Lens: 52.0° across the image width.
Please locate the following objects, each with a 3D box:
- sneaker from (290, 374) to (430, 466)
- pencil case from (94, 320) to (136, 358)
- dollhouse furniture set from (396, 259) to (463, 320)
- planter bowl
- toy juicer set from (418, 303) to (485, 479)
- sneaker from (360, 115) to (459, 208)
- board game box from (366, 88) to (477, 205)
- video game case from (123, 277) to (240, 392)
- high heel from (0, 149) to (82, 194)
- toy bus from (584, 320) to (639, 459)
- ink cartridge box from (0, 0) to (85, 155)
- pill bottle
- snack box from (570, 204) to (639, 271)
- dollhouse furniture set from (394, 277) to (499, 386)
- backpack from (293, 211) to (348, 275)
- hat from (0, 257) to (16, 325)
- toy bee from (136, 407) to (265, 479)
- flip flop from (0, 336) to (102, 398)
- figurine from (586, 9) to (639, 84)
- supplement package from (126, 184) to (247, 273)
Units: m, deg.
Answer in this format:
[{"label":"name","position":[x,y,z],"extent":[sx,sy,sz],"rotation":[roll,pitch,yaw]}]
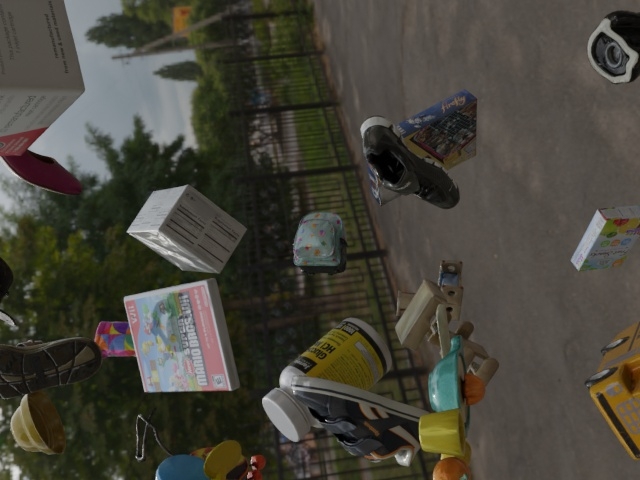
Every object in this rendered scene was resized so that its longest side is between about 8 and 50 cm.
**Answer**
[{"label":"sneaker","position":[0.077,0.362,1.299],"extent":[0.126,0.321,0.127],"rotation":[-18,52,61]},{"label":"pencil case","position":[-0.448,0.256,1.666],"extent":[0.104,0.236,0.104],"rotation":[3,-90,-89]},{"label":"dollhouse furniture set","position":[0.324,0.142,1.946],"extent":[0.129,0.183,0.129],"rotation":[-77,-11,-53]},{"label":"planter bowl","position":[-0.845,0.549,1.933],"extent":[0.217,0.090,0.217],"rotation":[62,173,14]},{"label":"toy juicer set","position":[0.239,0.280,1.111],"extent":[0.329,0.089,0.209],"rotation":[-67,-35,-57]},{"label":"sneaker","position":[0.156,-0.114,1.162],"extent":[0.078,0.234,0.106],"rotation":[-34,28,37]},{"label":"board game box","position":[0.211,-0.189,1.356],"extent":[0.042,0.243,0.165],"rotation":[55,168,36]},{"label":"video game case","position":[-0.274,0.190,1.262],"extent":[0.285,0.025,0.204],"rotation":[-13,90,42]},{"label":"high heel","position":[-0.656,-0.237,1.442],"extent":[0.127,0.181,0.377],"rotation":[27,177,40]},{"label":"toy bus","position":[0.485,0.193,0.948],"extent":[0.332,0.130,0.108],"rotation":[-12,-111,-60]},{"label":"ink cartridge box","position":[-0.551,-0.213,0.839],"extent":[0.279,0.384,0.160],"rotation":[-19,84,46]},{"label":"pill bottle","position":[0.016,0.369,1.740],"extent":[0.188,0.334,0.188],"rotation":[37,147,29]},{"label":"snack box","position":[0.562,-0.003,1.274],"extent":[0.141,0.100,0.037],"rotation":[99,162,-45]},{"label":"dollhouse furniture set","position":[0.345,0.234,1.720],"extent":[0.161,0.242,0.212],"rotation":[-61,13,15]},{"label":"backpack","position":[0.000,0.000,2.066],"extent":[0.144,0.165,0.188],"rotation":[59,-146,-56]},{"label":"hat","position":[-0.898,0.084,1.706],"extent":[0.134,0.331,0.331],"rotation":[-57,-10,-20]},{"label":"toy bee","position":[-0.138,0.318,0.849],"extent":[0.298,0.162,0.195],"rotation":[-111,33,-44]},{"label":"flip flop","position":[-0.562,0.239,1.298],"extent":[0.080,0.277,0.112],"rotation":[-84,-16,-79]},{"label":"figurine","position":[0.480,-0.332,0.859],"extent":[0.092,0.209,0.215],"rotation":[56,159,36]},{"label":"supplement package","position":[-0.363,-0.027,1.767],"extent":[0.262,0.204,0.145],"rotation":[0,57,57]}]
